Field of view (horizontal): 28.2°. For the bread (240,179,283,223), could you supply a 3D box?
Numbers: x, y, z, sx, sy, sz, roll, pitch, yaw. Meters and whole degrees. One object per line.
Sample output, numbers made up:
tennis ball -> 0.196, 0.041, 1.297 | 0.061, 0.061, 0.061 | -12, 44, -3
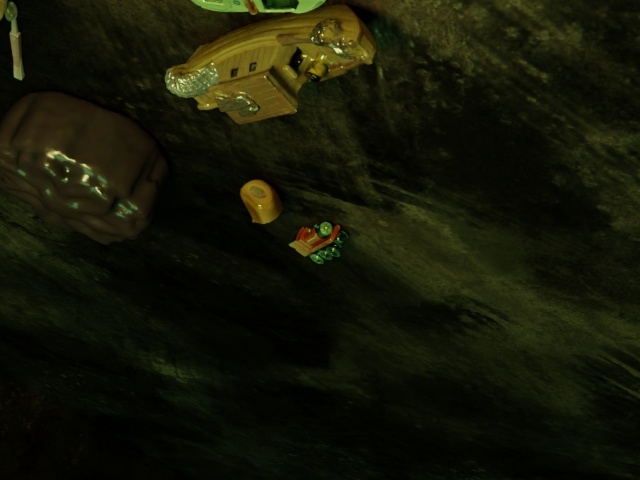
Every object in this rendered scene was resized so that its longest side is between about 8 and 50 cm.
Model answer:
bread -> -0.084, -0.052, 1.962 | 0.062, 0.049, 0.103 | 39, 167, 30

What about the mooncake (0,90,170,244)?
mooncake -> -0.378, -0.102, 1.973 | 0.283, 0.141, 0.283 | 18, 155, 9

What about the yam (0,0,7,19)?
yam -> -0.537, -0.355, 1.548 | 0.168, 0.168, 0.304 | -10, 142, 46

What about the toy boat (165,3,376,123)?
toy boat -> -0.063, -0.210, 1.559 | 0.321, 0.121, 0.089 | -6, 139, 43

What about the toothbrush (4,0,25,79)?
toothbrush -> -0.430, -0.279, 1.796 | 0.014, 0.017, 0.194 | 25, 157, 1

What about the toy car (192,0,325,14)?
toy car -> -0.080, -0.296, 1.470 | 0.186, 0.058, 0.093 | 7, 150, 24

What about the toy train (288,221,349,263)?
toy train -> 0.000, 0.000, 2.023 | 0.064, 0.044, 0.103 | 39, 150, -15
